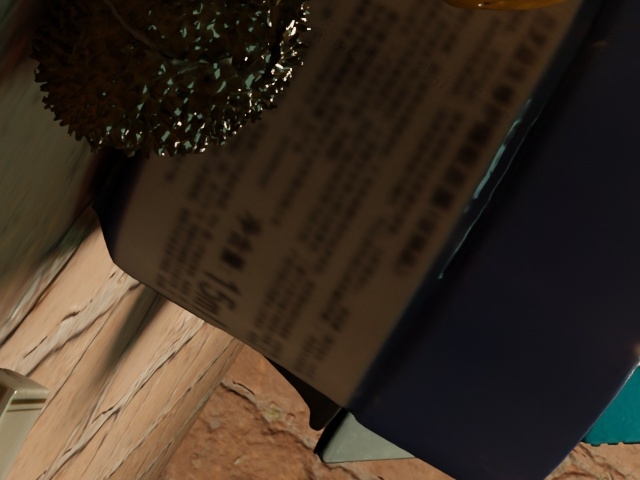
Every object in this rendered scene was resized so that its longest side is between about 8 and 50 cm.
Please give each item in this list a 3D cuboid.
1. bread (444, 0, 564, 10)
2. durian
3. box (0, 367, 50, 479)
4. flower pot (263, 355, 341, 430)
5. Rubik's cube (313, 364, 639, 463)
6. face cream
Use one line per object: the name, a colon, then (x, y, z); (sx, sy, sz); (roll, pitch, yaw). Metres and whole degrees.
bread: (0.084, -0.163, 0.440); (0.195, 0.142, 0.269); (-38, 170, -8)
durian: (-0.044, -0.059, 0.466); (0.091, 0.080, 0.080); (-36, -166, 45)
box: (-0.187, 0.142, 0.696); (0.198, 0.029, 0.109); (-56, 178, -6)
flower pot: (0.000, 0.000, 1.173); (0.235, 0.148, 0.235); (-58, -179, 2)
Rubik's cube: (0.082, 0.071, 1.181); (0.234, 0.284, 0.250); (-37, 146, -21)
face cream: (0.051, -0.042, 0.734); (0.249, 0.225, 0.249); (-57, 180, 0)
